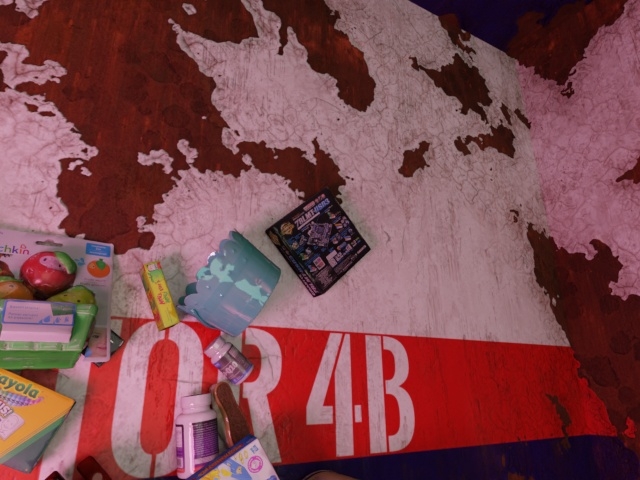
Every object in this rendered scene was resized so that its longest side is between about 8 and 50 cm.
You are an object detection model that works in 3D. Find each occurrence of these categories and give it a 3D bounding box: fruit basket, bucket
[{"bbox_3d":[-0.668,0.120,1.022,0.326,0.165,0.353,12,53,-34],"label":"fruit basket"},{"bbox_3d":[-0.256,0.126,1.222,0.183,0.281,0.281,38,58,-14],"label":"bucket"}]

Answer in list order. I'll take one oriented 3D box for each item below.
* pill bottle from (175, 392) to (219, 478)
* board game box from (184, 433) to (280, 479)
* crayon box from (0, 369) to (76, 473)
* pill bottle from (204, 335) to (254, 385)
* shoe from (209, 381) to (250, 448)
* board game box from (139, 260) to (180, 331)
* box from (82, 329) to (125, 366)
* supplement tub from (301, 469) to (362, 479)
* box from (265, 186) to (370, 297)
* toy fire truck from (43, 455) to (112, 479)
[{"bbox_3d":[-0.326,0.510,1.135,0.108,0.108,0.194,2,72,-30],"label":"pill bottle"},{"bbox_3d":[-0.215,0.688,1.012,0.301,0.086,0.308,-27,85,-28],"label":"board game box"},{"bbox_3d":[-0.726,0.378,0.955,0.278,0.081,0.165,33,59,-17],"label":"crayon box"},{"bbox_3d":[-0.267,0.346,1.247,0.137,0.078,0.078,46,56,-8],"label":"pill bottle"},{"bbox_3d":[-0.260,0.505,1.215,0.076,0.058,0.219,-16,85,-54],"label":"shoe"},{"bbox_3d":[-0.450,0.156,1.195,0.043,0.092,0.181,-17,82,-35],"label":"board game box"},{"bbox_3d":[-0.562,0.276,1.109,0.062,0.052,0.083,45,55,-10],"label":"box"},{"bbox_3d":[0.071,0.767,1.151,0.235,0.324,0.236,11,68,-28],"label":"supplement tub"},{"bbox_3d":[0.000,0.000,1.536,0.295,0.073,0.293,-40,95,-34],"label":"box"},{"bbox_3d":[-0.490,0.618,0.908,0.169,0.254,0.302,-38,94,-35],"label":"toy fire truck"}]
